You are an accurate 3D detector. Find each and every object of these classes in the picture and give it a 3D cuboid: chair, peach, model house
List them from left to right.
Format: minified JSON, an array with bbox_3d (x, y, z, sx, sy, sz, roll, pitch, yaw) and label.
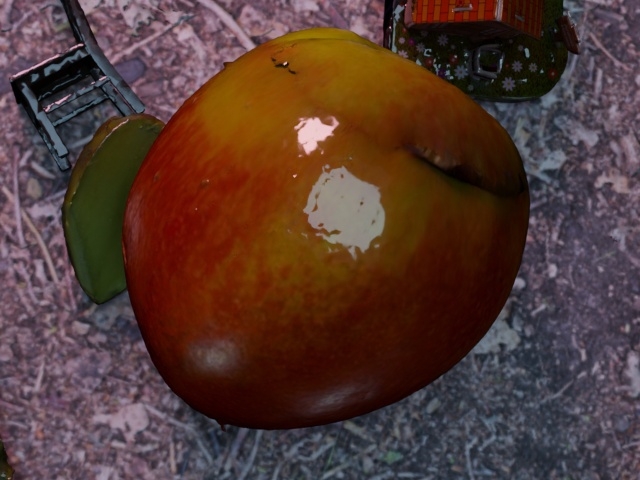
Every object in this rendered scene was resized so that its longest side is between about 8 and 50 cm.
[{"bbox_3d":[-0.268,-0.186,1.089,0.101,0.084,0.212,-32,89,-14],"label":"chair"},{"bbox_3d":[0.000,0.000,0.987,0.370,0.370,0.370,1,83,-8],"label":"peach"},{"bbox_3d":[0.186,-0.293,1.105,0.207,0.154,0.294,5,91,-12],"label":"model house"}]

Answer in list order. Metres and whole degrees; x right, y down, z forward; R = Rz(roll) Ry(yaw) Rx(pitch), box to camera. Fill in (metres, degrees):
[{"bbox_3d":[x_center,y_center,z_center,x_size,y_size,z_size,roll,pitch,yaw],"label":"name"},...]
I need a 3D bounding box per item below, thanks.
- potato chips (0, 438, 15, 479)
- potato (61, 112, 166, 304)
[{"bbox_3d":[-0.451,0.326,1.011,0.358,0.070,0.429,44,78,2],"label":"potato chips"},{"bbox_3d":[-0.201,-0.036,1.063,0.119,0.198,0.054,-22,43,-39],"label":"potato"}]
